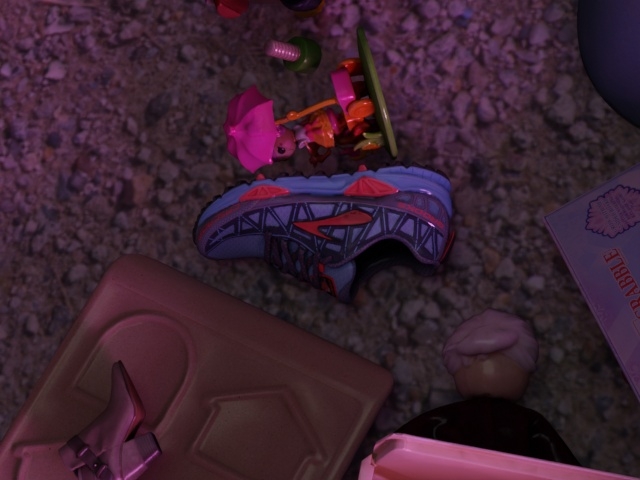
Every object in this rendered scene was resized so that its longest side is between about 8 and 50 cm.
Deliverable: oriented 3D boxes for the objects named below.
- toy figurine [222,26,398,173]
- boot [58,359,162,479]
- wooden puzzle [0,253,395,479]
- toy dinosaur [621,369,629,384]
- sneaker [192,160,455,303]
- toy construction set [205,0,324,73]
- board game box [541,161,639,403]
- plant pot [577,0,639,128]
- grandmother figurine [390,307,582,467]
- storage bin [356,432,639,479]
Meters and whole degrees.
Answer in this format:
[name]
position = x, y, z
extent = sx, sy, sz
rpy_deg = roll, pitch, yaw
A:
[toy figurine]
position = -0.015, -0.115, 1.506
extent = 0.159, 0.173, 0.130
rpy_deg = -16, 68, 3
[boot]
position = -0.201, 0.178, 1.421
extent = 0.087, 0.042, 0.118
rpy_deg = -27, 59, 1
[wooden puzzle]
position = -0.140, 0.214, 1.458
extent = 0.322, 0.080, 0.348
rpy_deg = 24, 70, 23
[toy dinosaur]
position = 0.299, 0.093, 1.422
extent = 0.082, 0.047, 0.090
rpy_deg = -51, 31, -1
[sneaker]
position = 0.000, 0.000, 1.498
extent = 0.262, 0.104, 0.125
rpy_deg = -9, 66, 12
[toy construction set]
position = 0.000, -0.343, 1.630
extent = 0.309, 0.237, 0.257
rpy_deg = 42, 114, 40
[board game box]
position = 0.389, 0.017, 1.324
extent = 0.318, 0.066, 0.318
rpy_deg = -29, 41, 10
[plant pot]
position = 0.383, -0.259, 1.459
extent = 0.290, 0.195, 0.290
rpy_deg = -6, 65, 12
[grandmother figurine]
position = 0.142, 0.219, 1.368
extent = 0.208, 0.104, 0.342
rpy_deg = 11, 64, -7
[storage bin]
position = 0.138, 0.310, 1.212
extent = 0.260, 0.123, 0.262
rpy_deg = 11, 68, 2
